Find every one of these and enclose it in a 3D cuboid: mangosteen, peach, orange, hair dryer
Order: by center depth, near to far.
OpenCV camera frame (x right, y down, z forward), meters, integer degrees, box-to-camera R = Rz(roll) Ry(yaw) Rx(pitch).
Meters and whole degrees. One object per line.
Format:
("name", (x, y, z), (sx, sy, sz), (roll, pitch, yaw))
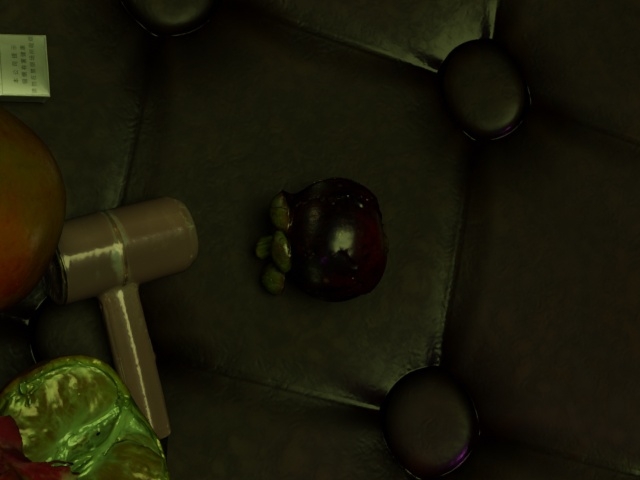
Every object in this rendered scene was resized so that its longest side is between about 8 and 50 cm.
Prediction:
("peach", (-0.446, -0.036, 1.701), (0.332, 0.308, 0.307), (17, 73, -49))
("orange", (-0.291, 0.252, 1.788), (0.179, 0.158, 0.237), (-39, 94, -18))
("hair dryer", (-0.229, 0.126, 1.888), (0.189, 0.107, 0.344), (-15, 97, -27))
("mangosteen", (0.000, 0.000, 1.973), (0.180, 0.166, 0.166), (-6, 83, 0))

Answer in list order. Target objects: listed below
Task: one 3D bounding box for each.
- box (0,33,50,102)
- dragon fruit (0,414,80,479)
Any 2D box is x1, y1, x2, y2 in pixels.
("box", (-0.423, -0.218, 1.875), (0.154, 0.040, 0.084), (-1, 83, -26))
("dragon fruit", (-0.404, 0.335, 1.605), (0.371, 0.386, 0.249), (50, 25, -22))
